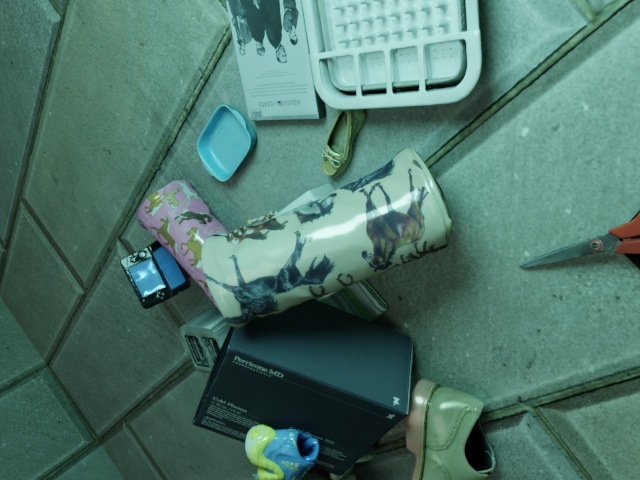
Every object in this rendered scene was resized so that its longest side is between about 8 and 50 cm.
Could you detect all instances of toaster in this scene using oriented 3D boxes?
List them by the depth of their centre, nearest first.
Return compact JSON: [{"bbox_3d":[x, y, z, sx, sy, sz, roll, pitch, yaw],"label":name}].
[{"bbox_3d":[-0.261,0.263,1.395,0.168,0.110,0.185,-4,110,41],"label":"toaster"}]

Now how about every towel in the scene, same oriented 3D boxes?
[{"bbox_3d":[0.060,0.133,1.107,0.113,0.023,0.152,50,136,9],"label":"towel"}]

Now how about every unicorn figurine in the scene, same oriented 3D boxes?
[{"bbox_3d":[-0.138,-0.017,1.152,0.162,0.111,0.060,-18,90,30],"label":"unicorn figurine"}]

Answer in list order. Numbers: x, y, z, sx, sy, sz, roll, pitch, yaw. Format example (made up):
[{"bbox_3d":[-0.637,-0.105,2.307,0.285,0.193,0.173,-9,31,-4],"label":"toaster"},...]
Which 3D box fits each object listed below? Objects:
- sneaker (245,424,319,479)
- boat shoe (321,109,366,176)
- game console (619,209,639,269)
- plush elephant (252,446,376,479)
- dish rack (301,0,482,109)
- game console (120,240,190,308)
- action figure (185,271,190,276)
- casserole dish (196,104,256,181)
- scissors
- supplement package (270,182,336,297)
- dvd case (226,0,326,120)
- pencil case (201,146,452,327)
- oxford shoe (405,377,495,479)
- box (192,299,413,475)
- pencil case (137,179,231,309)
[{"bbox_3d":[-0.053,0.444,1.036,0.126,0.091,0.240,-9,131,16],"label":"sneaker"},{"bbox_3d":[0.032,-0.173,0.944,0.056,0.048,0.153,43,134,15],"label":"boat shoe"},{"bbox_3d":[0.468,-0.006,0.684,0.107,0.071,0.122,64,145,39],"label":"game console"},{"bbox_3d":[0.002,0.583,1.266,0.272,0.255,0.329,6,124,49],"label":"plush elephant"},{"bbox_3d":[0.099,-0.365,0.765,0.286,0.072,0.332,8,118,39],"label":"dish rack"},{"bbox_3d":[-0.409,0.080,1.317,0.144,0.124,0.085,63,159,2],"label":"game console"},{"bbox_3d":[-0.365,0.047,1.383,0.280,0.091,0.139,45,128,14],"label":"action figure"},{"bbox_3d":[-0.197,-0.207,1.133,0.114,0.037,0.188,53,135,5],"label":"casserole dish"},{"bbox_3d":[0.391,-0.008,0.720,0.297,0.021,0.108,0,101,59],"label":"scissors"},{"bbox_3d":[0.012,-0.003,0.998,0.105,0.105,0.179,-35,88,27],"label":"supplement package"},{"bbox_3d":[-0.083,-0.339,0.967,0.179,0.030,0.238,9,119,38],"label":"dvd case"},{"bbox_3d":[0.000,0.000,0.858,0.411,0.183,0.159,-23,120,13],"label":"pencil case"},{"bbox_3d":[0.259,0.460,1.037,0.147,0.140,0.396,5,118,32],"label":"oxford shoe"},{"bbox_3d":[-0.039,0.283,1.070,0.343,0.178,0.312,23,133,-8],"label":"box"},{"bbox_3d":[-0.243,0.036,1.216,0.386,0.167,0.160,45,127,13],"label":"pencil case"}]
